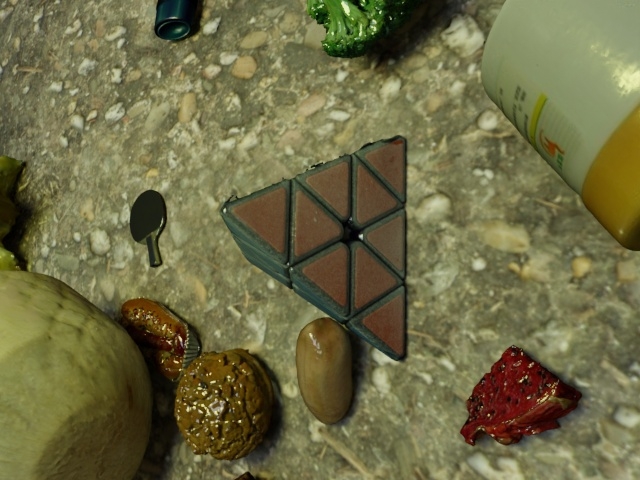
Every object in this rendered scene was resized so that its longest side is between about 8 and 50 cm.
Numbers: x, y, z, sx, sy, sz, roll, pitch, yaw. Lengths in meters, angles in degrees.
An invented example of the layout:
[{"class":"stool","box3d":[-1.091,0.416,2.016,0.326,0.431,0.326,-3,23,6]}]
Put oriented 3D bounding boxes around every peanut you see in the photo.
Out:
[{"class":"peanut","box3d":[0.005,0.174,0.788,0.076,0.076,0.151,6,105,36]}]

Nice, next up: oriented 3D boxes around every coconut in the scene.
[{"class":"coconut","box3d":[-0.470,0.248,0.929,0.416,0.345,0.415,25,135,28]}]

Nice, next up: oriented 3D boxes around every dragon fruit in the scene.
[{"class":"dragon fruit","box3d":[0.222,0.193,0.658,0.131,0.063,0.097,-55,23,12]}]

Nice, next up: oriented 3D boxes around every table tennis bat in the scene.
[{"class":"table tennis bat","box3d":[-0.318,-0.023,1.096,0.095,0.014,0.157,-30,62,25]}]

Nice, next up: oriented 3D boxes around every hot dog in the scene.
[{"class":"hot dog","box3d":[-0.281,0.163,1.004,0.191,0.059,0.108,20,96,34]}]

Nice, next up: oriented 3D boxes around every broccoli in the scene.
[{"class":"broccoli","box3d":[0.040,-0.396,0.775,0.269,0.269,0.254,-42,44,20]}]

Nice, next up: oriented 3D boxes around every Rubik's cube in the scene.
[{"class":"Rubik's cube","box3d":[0.000,-0.001,0.788,0.229,0.228,0.233,2,123,-1]}]

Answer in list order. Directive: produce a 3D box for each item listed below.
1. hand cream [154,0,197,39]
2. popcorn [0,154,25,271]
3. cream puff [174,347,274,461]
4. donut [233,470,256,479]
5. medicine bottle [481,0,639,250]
[{"class":"hand cream","box3d":[-0.270,-0.523,1.157,0.120,0.061,0.270,-11,66,38]},{"class":"popcorn","box3d":[-0.801,-0.051,1.280,0.326,0.290,0.320,-22,69,50]},{"class":"cream puff","box3d":[-0.145,0.235,0.854,0.165,0.115,0.150,39,100,33]},{"class":"donut","box3d":[-0.135,0.425,0.781,0.187,0.126,0.144,-39,71,-8]},{"class":"medicine bottle","box3d":[0.310,-0.147,0.549,0.238,0.238,0.231,-43,57,20]}]
